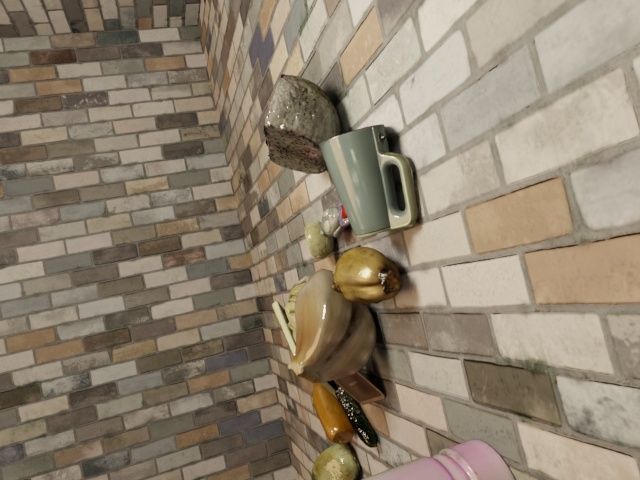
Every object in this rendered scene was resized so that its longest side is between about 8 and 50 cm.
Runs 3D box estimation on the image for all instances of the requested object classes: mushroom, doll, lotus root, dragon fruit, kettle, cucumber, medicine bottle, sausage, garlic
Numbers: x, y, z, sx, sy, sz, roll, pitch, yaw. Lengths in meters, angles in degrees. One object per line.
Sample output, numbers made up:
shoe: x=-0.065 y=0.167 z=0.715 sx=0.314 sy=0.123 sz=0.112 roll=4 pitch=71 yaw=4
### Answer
mushroom: x=0.049 y=0.900 z=1.980 sx=0.267 sy=0.164 sz=0.190 roll=110 pitch=143 yaw=-59
doll: x=0.050 y=-0.063 z=1.534 sx=0.227 sy=0.075 sz=0.102 roll=143 pitch=131 yaw=-59
lotus root: x=0.122 y=0.094 z=1.302 sx=0.154 sy=0.140 sz=0.257 roll=53 pitch=160 yaw=-17
dragon fruit: x=-0.036 y=-0.330 z=1.457 sx=0.283 sy=0.203 sz=0.221 roll=102 pitch=-179 yaw=-75
kettle: x=0.126 y=-0.138 z=1.185 sx=0.210 sy=0.160 sz=0.243 roll=-14 pitch=95 yaw=44
cucumber: x=0.125 y=0.603 z=1.728 sx=0.245 sy=0.067 sz=0.067 roll=-122 pitch=27 yaw=-47
medicine bottle: x=0.208 y=0.544 z=1.007 sx=0.212 sy=0.325 sz=0.212 roll=167 pitch=90 yaw=-72
sausage: x=0.032 y=0.639 z=1.972 sx=0.328 sy=0.112 sz=0.112 roll=-124 pitch=28 yaw=-56
garlic: x=0.040 y=0.233 z=1.506 sx=0.246 sy=0.231 sz=0.340 roll=-51 pitch=31 yaw=34

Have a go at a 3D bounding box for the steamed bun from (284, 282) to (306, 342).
steamed bun: x=-0.013 y=0.274 z=1.717 sx=0.276 sy=0.203 sz=0.289 roll=-161 pitch=60 yaw=-70

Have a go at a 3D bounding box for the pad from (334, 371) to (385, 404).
pad: x=0.104 y=0.458 z=1.638 sx=0.176 sy=0.002 sz=0.266 roll=40 pitch=155 yaw=5

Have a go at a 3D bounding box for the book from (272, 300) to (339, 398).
book: x=-0.049 y=0.415 z=1.913 sx=0.379 sy=0.031 sz=0.264 roll=55 pitch=-176 yaw=-44

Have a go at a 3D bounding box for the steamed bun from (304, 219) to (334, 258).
steamed bun: x=0.000 y=0.000 z=1.683 sx=0.130 sy=0.090 sz=0.112 roll=75 pitch=180 yaw=-45

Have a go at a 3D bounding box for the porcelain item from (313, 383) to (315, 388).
porcelain item: x=-0.012 y=0.589 z=2.151 sx=0.084 sy=0.054 sz=0.213 roll=96 pitch=156 yaw=-49
